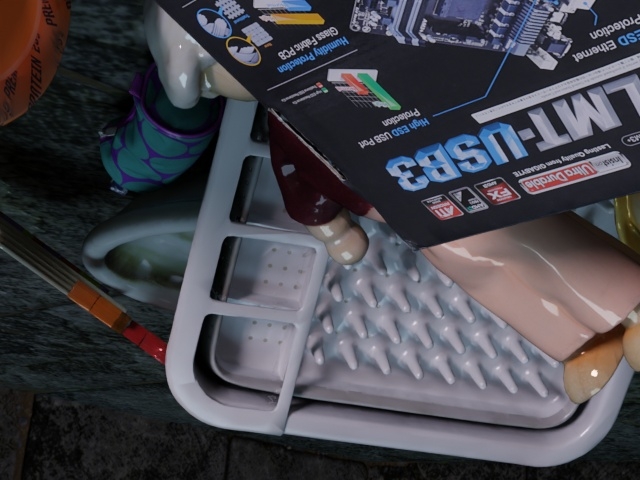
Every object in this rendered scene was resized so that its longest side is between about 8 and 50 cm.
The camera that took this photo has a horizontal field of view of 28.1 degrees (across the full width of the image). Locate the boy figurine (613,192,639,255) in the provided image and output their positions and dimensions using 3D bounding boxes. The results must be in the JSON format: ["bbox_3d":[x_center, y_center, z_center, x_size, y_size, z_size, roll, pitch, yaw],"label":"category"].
[{"bbox_3d":[0.172,-0.069,0.750,0.177,0.092,0.285,-3,150,30],"label":"boy figurine"}]

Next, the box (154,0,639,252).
[{"bbox_3d":[0.047,-0.132,0.465,0.293,0.073,0.295,41,149,-23],"label":"box"}]

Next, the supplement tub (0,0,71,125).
[{"bbox_3d":[-0.291,-0.113,0.634,0.316,0.193,0.193,-4,162,30],"label":"supplement tub"}]

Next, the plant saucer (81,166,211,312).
[{"bbox_3d":[0.000,0.000,1.104,0.400,0.100,0.400,5,165,1],"label":"plant saucer"}]

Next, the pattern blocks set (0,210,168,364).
[{"bbox_3d":[-0.259,0.010,1.141,0.285,0.026,0.325,31,171,31],"label":"pattern blocks set"}]

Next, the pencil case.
[{"bbox_3d":[-0.117,-0.081,0.922,0.070,0.064,0.152,19,161,-16],"label":"pencil case"}]

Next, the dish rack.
[{"bbox_3d":[0.075,0.006,0.876,0.333,0.285,0.072,10,-161,-15],"label":"dish rack"}]

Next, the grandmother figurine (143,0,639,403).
[{"bbox_3d":[0.043,-0.044,0.727,0.342,0.104,0.208,38,138,-6],"label":"grandmother figurine"}]
